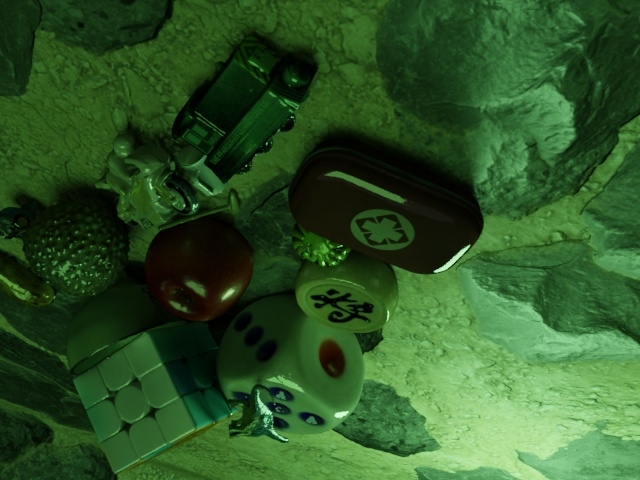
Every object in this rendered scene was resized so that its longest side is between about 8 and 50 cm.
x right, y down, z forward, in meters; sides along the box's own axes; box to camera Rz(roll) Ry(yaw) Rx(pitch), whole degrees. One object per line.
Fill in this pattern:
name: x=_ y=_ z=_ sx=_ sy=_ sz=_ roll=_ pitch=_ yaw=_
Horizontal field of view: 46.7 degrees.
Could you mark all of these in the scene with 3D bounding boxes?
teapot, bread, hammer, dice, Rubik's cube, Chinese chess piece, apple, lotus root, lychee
teapot: x=-0.287 y=0.277 z=2.193 sx=0.111 sy=0.149 sz=0.108 roll=-26 pitch=116 yaw=-5
bread: x=0.000 y=0.000 z=1.685 sx=0.139 sy=0.071 sz=0.130 roll=45 pitch=119 yaw=2
hammer: x=-0.282 y=-0.064 z=1.706 sx=0.195 sy=0.028 sz=0.060 roll=-19 pitch=138 yaw=-9
dice: x=-0.082 y=0.340 z=2.021 sx=0.304 sy=0.277 sz=0.304 roll=-18 pitch=133 yaw=37
Rubik's cube: x=-0.435 y=0.420 z=2.031 sx=0.291 sy=0.290 sz=0.291 roll=-31 pitch=168 yaw=18
Chinese chess piece: x=0.064 y=0.122 z=1.818 sx=0.257 sy=0.104 sz=0.257 roll=12 pitch=144 yaw=9
apple: x=-0.298 y=0.067 z=1.809 sx=0.260 sy=0.216 sz=0.260 roll=12 pitch=140 yaw=10
lotus root: x=-0.926 y=0.123 z=2.254 sx=0.258 sy=0.097 sz=0.110 roll=39 pitch=142 yaw=-20
lychee: x=-0.607 y=0.011 z=1.861 sx=0.255 sy=0.255 sz=0.274 roll=31 pitch=104 yaw=-17

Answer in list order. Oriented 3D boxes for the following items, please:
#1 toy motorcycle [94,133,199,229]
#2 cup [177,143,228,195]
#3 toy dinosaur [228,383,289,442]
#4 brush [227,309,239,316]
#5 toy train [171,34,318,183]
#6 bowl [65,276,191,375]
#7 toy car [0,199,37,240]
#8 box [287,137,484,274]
toy motorcycle: x=-0.406 y=-0.131 z=1.664 sx=0.340 sy=0.108 sz=0.223 roll=-12 pitch=115 yaw=51
cup: x=-0.254 y=-0.146 z=1.609 sx=0.074 sy=0.104 sz=0.116 roll=-15 pitch=137 yaw=16
toy dinosaur: x=-0.173 y=0.464 z=1.939 sx=0.147 sy=0.076 sz=0.363 roll=-6 pitch=142 yaw=1
brush: x=-0.273 y=0.200 z=2.138 sx=0.164 sy=0.014 sz=0.051 roll=27 pitch=144 yaw=-14
toy train: x=-0.151 y=-0.249 z=1.408 sx=0.178 sy=0.138 sz=0.330 roll=35 pitch=140 yaw=-15
bowl: x=-0.563 y=0.224 z=2.094 sx=0.354 sy=0.354 sz=0.185 roll=-41 pitch=70 yaw=50
toy car: x=-0.766 y=-0.046 z=1.971 sx=0.097 sy=0.100 sz=0.191 roll=-20 pitch=149 yaw=40
box: x=0.133 y=-0.061 z=1.538 sx=0.404 sy=0.108 sz=0.263 roll=22 pitch=143 yaw=-8
